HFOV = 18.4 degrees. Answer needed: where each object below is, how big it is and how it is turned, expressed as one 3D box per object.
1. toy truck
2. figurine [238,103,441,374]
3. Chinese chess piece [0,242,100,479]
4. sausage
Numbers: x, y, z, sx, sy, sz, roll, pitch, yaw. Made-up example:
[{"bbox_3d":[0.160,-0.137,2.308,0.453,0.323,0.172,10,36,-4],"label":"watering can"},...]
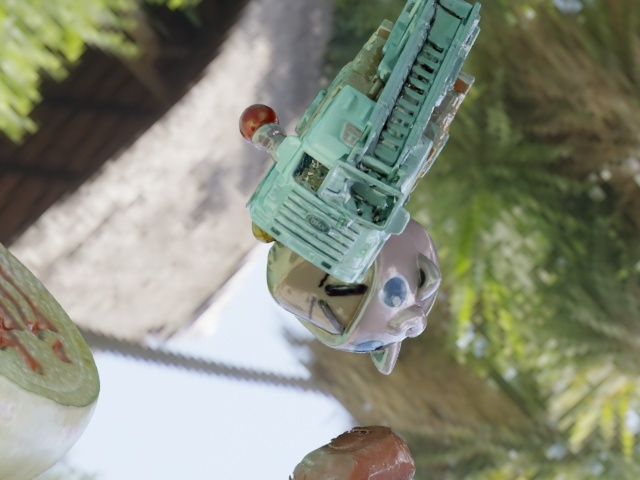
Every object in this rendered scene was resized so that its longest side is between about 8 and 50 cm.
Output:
[{"bbox_3d":[0.052,-0.102,1.825,0.184,0.133,0.338,-56,-179,37],"label":"toy truck"},{"bbox_3d":[0.000,0.000,1.998,0.186,0.287,0.176,-10,146,-33],"label":"figurine"},{"bbox_3d":[-0.308,0.084,1.641,0.112,0.270,0.270,-44,-162,12],"label":"Chinese chess piece"},{"bbox_3d":[0.025,0.191,1.575,0.076,0.076,0.141,-31,174,33],"label":"sausage"}]
